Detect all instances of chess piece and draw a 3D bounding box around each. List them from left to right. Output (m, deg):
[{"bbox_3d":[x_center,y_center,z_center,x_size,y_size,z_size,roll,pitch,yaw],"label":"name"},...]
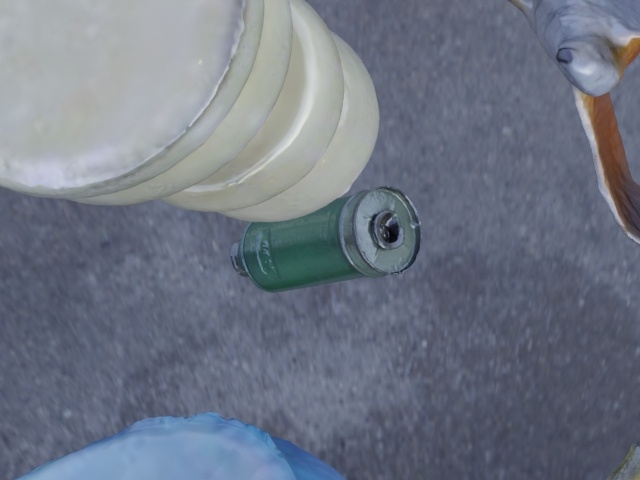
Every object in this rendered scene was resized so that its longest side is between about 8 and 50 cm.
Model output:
[{"bbox_3d":[-0.062,-0.076,0.869,0.167,0.300,0.167,-3,80,19],"label":"chess piece"}]

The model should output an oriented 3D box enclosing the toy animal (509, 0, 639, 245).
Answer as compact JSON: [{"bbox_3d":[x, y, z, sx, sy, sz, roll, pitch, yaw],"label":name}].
[{"bbox_3d":[0.213,-0.170,1.211,0.302,0.225,0.284,22,29,-29],"label":"toy animal"}]

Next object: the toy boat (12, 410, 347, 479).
[{"bbox_3d":[-0.104,0.207,0.608,0.330,0.123,0.215,-44,38,-16],"label":"toy boat"}]

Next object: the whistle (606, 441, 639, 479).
[{"bbox_3d":[0.249,0.348,1.740,0.068,0.057,0.326,39,96,25],"label":"whistle"}]

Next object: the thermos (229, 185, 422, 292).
[{"bbox_3d":[-0.004,-0.001,1.438,0.188,0.073,0.083,-11,40,48],"label":"thermos"}]
